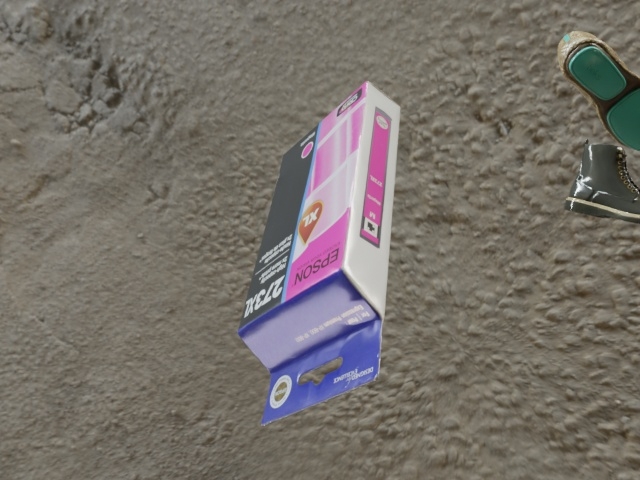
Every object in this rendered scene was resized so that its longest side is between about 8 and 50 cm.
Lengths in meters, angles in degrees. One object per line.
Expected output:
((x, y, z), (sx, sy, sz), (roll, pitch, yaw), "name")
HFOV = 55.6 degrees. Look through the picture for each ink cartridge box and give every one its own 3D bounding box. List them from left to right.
((0.000, 0.000, 0.667), (0.175, 0.069, 0.371), (-34, 36, 40), "ink cartridge box")

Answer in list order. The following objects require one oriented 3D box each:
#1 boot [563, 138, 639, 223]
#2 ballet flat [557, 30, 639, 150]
((0.537, -0.101, 1.056), (0.198, 0.077, 0.137), (16, 97, 35), "boot")
((0.365, -0.191, 0.758), (0.073, 0.206, 0.067), (-35, 36, 28), "ballet flat")
